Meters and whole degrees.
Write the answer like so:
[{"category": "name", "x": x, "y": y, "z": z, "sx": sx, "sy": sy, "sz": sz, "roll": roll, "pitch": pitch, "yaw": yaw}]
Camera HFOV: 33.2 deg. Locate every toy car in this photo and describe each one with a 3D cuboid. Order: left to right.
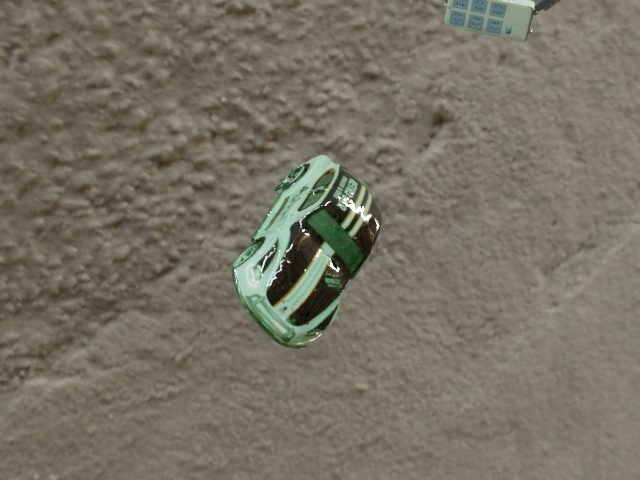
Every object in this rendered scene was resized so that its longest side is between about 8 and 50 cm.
[{"category": "toy car", "x": 0.000, "y": 0.000, "z": 1.339, "sx": 0.136, "sy": 0.125, "sz": 0.306, "roll": 48, "pitch": 34, "yaw": -15}]

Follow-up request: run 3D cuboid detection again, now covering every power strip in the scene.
[{"category": "power strip", "x": 0.161, "y": -0.217, "z": 1.023, "sx": 0.016, "sy": 0.090, "sz": 0.040, "roll": -67, "pitch": 168, "yaw": -46}]

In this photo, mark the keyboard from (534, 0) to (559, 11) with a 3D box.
[{"category": "keyboard", "x": 0.218, "y": -0.214, "z": 0.775, "sx": 0.055, "sy": 0.176, "sz": 0.014, "roll": -44, "pitch": 97, "yaw": -22}]
